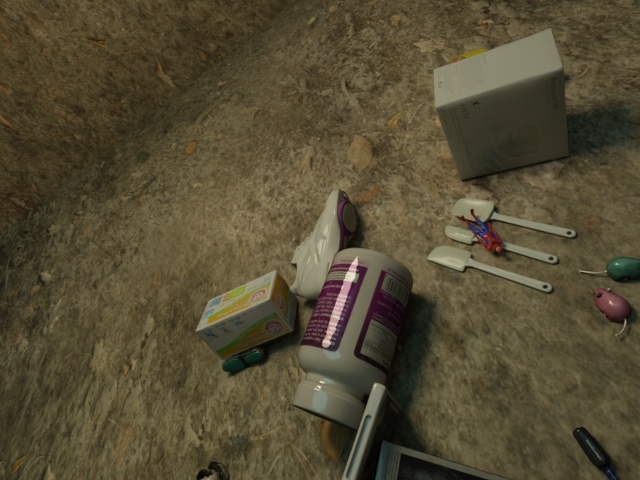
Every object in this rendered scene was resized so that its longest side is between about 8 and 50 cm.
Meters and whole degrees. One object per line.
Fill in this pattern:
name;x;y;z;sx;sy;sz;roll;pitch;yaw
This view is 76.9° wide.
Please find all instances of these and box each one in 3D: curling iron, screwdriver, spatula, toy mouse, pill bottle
curling iron;-0.301;0.514;0.835;0.274;0.035;0.068;-21;54;18
screwdriver;0.392;0.328;0.523;0.025;0.024;0.170;-11;47;-11
spatula;0.353;0.002;0.801;0.242;0.019;0.168;20;69;42
toy mouse;0.487;0.072;0.646;0.161;0.031;0.143;-47;45;-5
pill bottle;0.058;0.180;0.757;0.169;0.169;0.301;4;59;36

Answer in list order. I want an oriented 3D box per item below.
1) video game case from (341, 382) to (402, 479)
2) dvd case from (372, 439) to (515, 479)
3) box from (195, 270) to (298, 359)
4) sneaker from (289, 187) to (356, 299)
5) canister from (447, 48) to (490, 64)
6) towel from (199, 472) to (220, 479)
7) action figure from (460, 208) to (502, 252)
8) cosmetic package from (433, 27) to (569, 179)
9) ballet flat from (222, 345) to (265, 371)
video game case;0.080;0.324;0.616;0.022;0.190;0.173;13;65;26
dvd case;0.177;0.393;0.530;0.238;0.029;0.179;14;62;7
box;-0.166;0.173;0.939;0.203;0.103;0.114;-25;26;15
sneaker;0.000;0.000;0.971;0.152;0.114;0.305;-7;54;29
canister;0.390;-0.416;1.059;0.126;0.073;0.170;-5;53;31
towel;-0.286;0.578;0.744;0.282;0.049;0.187;-31;58;11
action figure;0.325;-0.016;0.804;0.038;0.030;0.115;-33;50;6
cosmetic package;0.378;-0.268;0.844;0.224;0.224;0.138;-12;51;27
ballet flat;-0.177;0.274;0.941;0.114;0.041;0.041;-25;47;16
